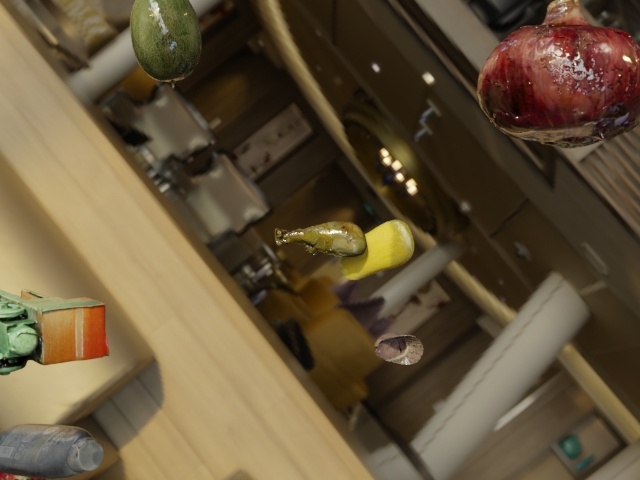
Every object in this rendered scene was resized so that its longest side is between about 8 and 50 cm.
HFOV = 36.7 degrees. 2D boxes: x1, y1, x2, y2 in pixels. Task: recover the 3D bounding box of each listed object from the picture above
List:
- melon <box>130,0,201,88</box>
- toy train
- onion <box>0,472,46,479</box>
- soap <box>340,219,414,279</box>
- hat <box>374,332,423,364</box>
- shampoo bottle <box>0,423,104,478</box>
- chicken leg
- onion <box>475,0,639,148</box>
[{"bbox_3d":[-0.251,-0.332,1.576,0.114,0.114,0.167,-129,-149,-79],"label":"melon"},{"bbox_3d":[-0.297,0.083,0.956,0.176,0.118,0.074,9,-79,51],"label":"toy train"},{"bbox_3d":[-0.573,0.436,1.783,0.150,0.150,0.140,51,-27,-12],"label":"onion"},{"bbox_3d":[0.109,0.018,1.883,0.033,0.168,0.089,4,69,-54],"label":"soap"},{"bbox_3d":[0.137,0.180,1.658,0.058,0.087,0.042,69,25,-19],"label":"hat"},{"bbox_3d":[-0.398,0.305,1.404,0.233,0.087,0.049,-8,-57,43],"label":"shampoo bottle"},{"bbox_3d":[0.000,0.000,1.865,0.093,0.178,0.070,97,-6,-59],"label":"chicken leg"},{"bbox_3d":[0.355,-0.242,1.396,0.252,0.252,0.219,52,40,-79],"label":"onion"}]
